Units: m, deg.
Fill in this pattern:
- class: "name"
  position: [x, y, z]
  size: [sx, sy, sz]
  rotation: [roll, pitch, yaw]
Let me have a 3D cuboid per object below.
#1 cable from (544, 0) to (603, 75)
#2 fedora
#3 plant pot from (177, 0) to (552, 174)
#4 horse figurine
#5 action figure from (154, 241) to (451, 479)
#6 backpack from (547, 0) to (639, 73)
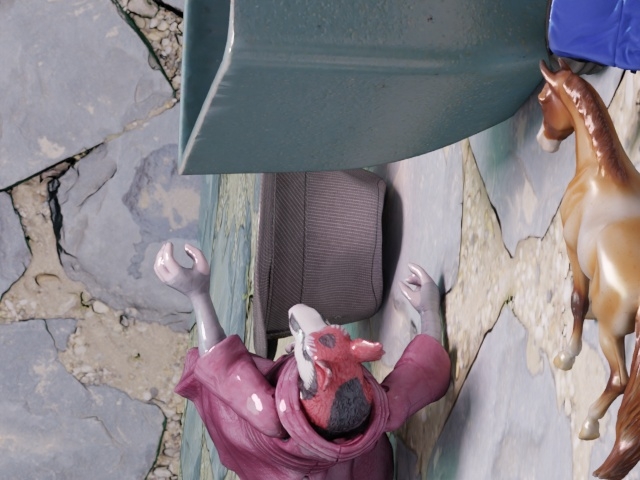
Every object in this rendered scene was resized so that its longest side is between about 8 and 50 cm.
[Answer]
- class: "cable"
  position: [0.196, -0.228, 1.215]
  size: [0.139, 0.072, 0.287]
  rotation: [-135, 35, -54]
- class: "fedora"
  position: [0.000, 0.000, 1.876]
  size: [0.275, 0.124, 0.243]
  rotation: [98, 174, -66]
- class: "plant pot"
  position: [0.040, -0.186, 1.405]
  size: [0.247, 0.252, 0.247]
  rotation: [126, 147, -69]
- class: "horse figurine"
  position: [0.172, 0.026, 1.134]
  size: [0.263, 0.066, 0.174]
  rotation: [-99, 11, -59]
- class: "action figure"
  position: [-0.023, 0.150, 1.618]
  size: [0.370, 0.248, 0.275]
  rotation: [129, 144, -76]
- class: "backpack"
  position: [0.183, -0.140, 1.058]
  size: [0.120, 0.101, 0.098]
  rotation: [-27, -48, -64]
